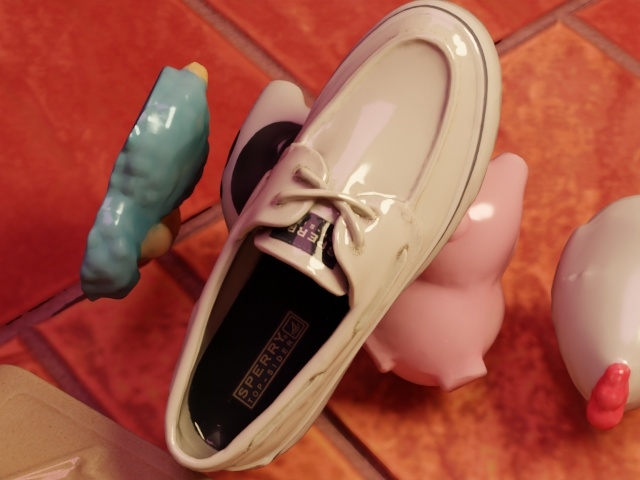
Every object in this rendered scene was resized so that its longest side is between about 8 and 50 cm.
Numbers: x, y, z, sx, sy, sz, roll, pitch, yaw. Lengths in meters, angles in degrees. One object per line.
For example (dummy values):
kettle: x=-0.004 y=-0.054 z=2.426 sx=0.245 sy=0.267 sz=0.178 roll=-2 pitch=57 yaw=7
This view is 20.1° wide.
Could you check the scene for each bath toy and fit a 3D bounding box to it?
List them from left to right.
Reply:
bath toy: x=0.047 y=0.019 z=0.994 sx=0.348 sy=0.151 sz=0.129 roll=15 pitch=56 yaw=13

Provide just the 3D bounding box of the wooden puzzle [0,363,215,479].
wooden puzzle: x=-0.144 y=0.241 z=0.859 sx=0.348 sy=0.080 sz=0.322 roll=23 pitch=53 yaw=31

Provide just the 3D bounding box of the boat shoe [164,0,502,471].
boat shoe: x=0.000 y=0.000 z=0.901 sx=0.096 sy=0.088 sz=0.267 roll=36 pitch=101 yaw=10
